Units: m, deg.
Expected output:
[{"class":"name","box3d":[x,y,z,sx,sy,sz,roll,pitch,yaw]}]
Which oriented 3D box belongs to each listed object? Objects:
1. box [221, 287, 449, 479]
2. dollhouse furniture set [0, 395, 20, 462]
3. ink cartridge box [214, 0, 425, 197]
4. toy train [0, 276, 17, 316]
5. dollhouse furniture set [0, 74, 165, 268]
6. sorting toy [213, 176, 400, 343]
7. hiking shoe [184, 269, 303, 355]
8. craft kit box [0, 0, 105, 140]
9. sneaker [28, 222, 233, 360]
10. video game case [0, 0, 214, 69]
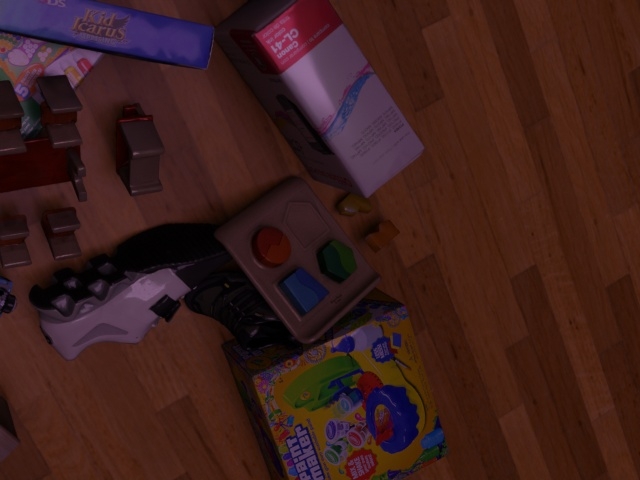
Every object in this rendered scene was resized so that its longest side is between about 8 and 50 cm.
[{"class":"box","box3d":[0.025,0.267,1.676,0.279,0.177,0.289,-24,110,-16]},{"class":"dollhouse furniture set","box3d":[-0.569,0.317,1.440,0.242,0.161,0.212,-45,115,-8]},{"class":"ink cartridge box","box3d":[-0.007,-0.230,1.525,0.131,0.226,0.306,-39,113,-11]},{"class":"toy train","box3d":[-0.530,0.064,1.432,0.184,0.105,0.080,20,84,-26]},{"class":"dollhouse furniture set","box3d":[-0.366,-0.117,1.432,0.259,0.135,0.262,-11,134,-24]},{"class":"sorting toy","box3d":[0.000,0.000,1.604,0.229,0.041,0.307,50,49,1]},{"class":"hiking shoe","box3d":[-0.118,0.117,1.570,0.227,0.114,0.086,10,122,14]},{"class":"craft kit box","box3d":[-0.449,-0.292,1.419,0.247,0.061,0.250,40,84,-22]},{"class":"sneaker","box3d":[-0.276,0.080,1.553,0.331,0.122,0.146,-22,127,-18]},{"class":"video game case","box3d":[-0.305,-0.282,1.318,0.270,0.244,0.061,7,98,-24]}]
